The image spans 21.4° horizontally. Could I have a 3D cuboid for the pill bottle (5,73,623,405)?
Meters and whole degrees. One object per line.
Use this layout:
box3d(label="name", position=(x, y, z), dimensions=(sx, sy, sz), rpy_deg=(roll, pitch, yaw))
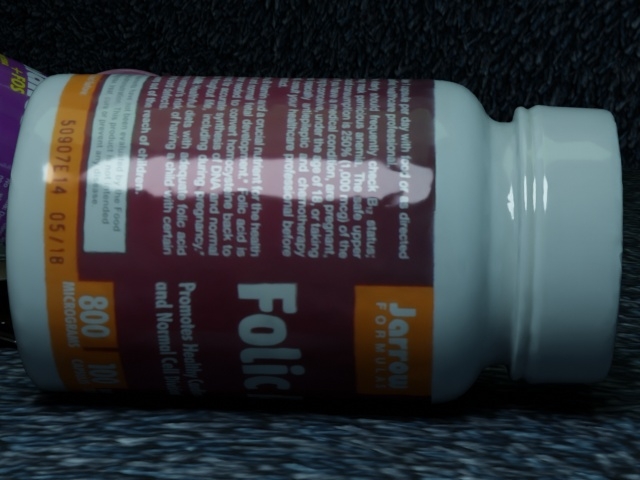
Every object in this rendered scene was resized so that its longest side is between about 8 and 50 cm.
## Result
box3d(label="pill bottle", position=(0.000, 0.000, 1.163), dimensions=(0.392, 0.224, 0.224), rpy_deg=(1, 8, 3))

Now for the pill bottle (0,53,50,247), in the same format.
box3d(label="pill bottle", position=(-0.233, -0.049, 1.422), dimensions=(0.301, 0.169, 0.169), rpy_deg=(24, -3, -28))

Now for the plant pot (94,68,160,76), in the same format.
box3d(label="plant pot", position=(-0.222, -0.059, 1.721), dimensions=(0.201, 0.201, 0.180), rpy_deg=(-4, -6, -31))

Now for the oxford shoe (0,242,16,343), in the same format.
box3d(label="oxford shoe", position=(-0.176, 0.055, 1.314), dimensions=(0.227, 0.083, 0.096), rpy_deg=(-2, 22, 6))
